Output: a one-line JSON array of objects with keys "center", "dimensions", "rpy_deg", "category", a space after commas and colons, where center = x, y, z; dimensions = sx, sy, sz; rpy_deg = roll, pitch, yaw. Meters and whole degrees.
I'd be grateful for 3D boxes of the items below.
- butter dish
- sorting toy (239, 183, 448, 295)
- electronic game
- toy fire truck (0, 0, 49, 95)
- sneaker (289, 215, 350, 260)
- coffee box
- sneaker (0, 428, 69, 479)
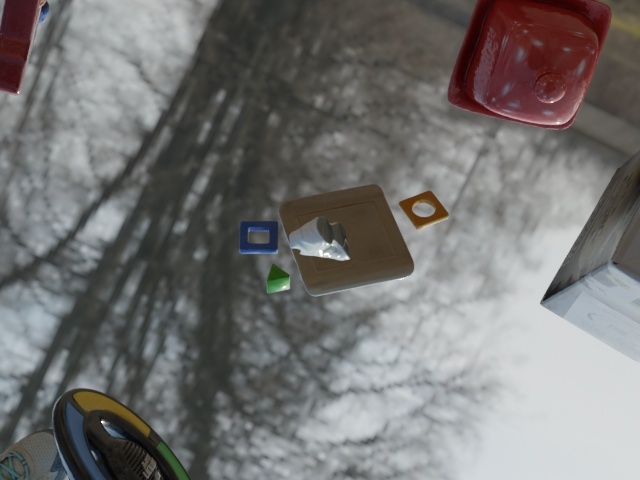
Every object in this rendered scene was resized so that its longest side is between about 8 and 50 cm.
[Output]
[{"center": [0.239, -0.187, 1.809], "dimensions": [0.160, 0.160, 0.118], "rpy_deg": [12, -154, -14], "category": "butter dish"}, {"center": [0.042, 0.005, 2.677], "dimensions": [0.348, 0.047, 0.196], "rpy_deg": [-11, -130, -10], "category": "sorting toy"}, {"center": [-0.207, 0.255, 1.812], "dimensions": [0.229, 0.048, 0.229], "rpy_deg": [46, -167, -14], "category": "electronic game"}, {"center": [-0.341, -0.343, 1.965], "dimensions": [0.169, 0.254, 0.302], "rpy_deg": [13, -149, -12], "category": "toy fire truck"}, {"center": [0.000, 0.000, 2.441], "dimensions": [0.061, 0.053, 0.152], "rpy_deg": [-18, 161, 18], "category": "sneaker"}, {"center": [0.312, 0.001, 1.487], "dimensions": [0.119, 0.168, 0.297], "rpy_deg": [30, 170, 2], "category": "coffee box"}, {"center": [-0.493, 0.382, 2.471], "dimensions": [0.110, 0.283, 0.122], "rpy_deg": [53, -173, 23], "category": "sneaker"}]
